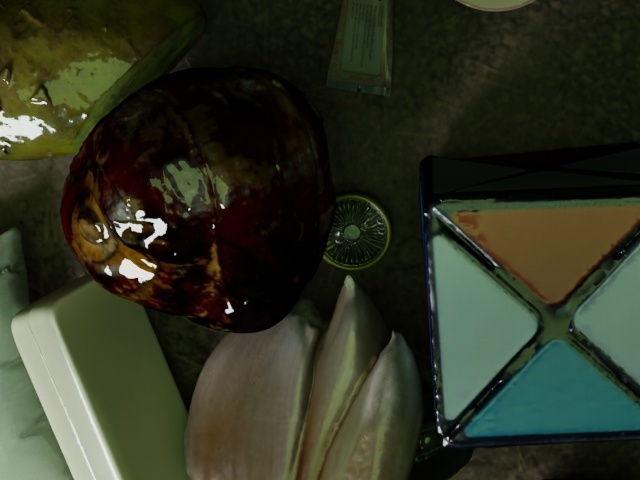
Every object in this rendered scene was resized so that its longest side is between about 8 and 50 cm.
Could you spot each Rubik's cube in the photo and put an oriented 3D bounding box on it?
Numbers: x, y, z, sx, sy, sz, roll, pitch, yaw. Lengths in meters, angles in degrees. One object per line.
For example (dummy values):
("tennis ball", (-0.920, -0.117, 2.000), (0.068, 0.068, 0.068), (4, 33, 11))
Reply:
("Rubik's cube", (0.224, 0.046, 1.766), (0.250, 0.248, 0.246), (-4, 103, 5))

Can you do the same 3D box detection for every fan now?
("fan", (0.000, 0.000, 1.883), (0.155, 0.039, 0.082), (-20, 100, 11))

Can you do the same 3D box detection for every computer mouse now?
("computer mouse", (0.068, 0.218, 1.912), (0.192, 0.062, 0.105), (-16, 98, 11))

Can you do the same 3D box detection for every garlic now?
("garlic", (-0.016, 0.197, 1.837), (0.279, 0.132, 0.325), (7, 83, 34))

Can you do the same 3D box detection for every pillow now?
("pillow", (-0.417, 0.165, 1.918), (0.312, 0.119, 0.310), (-12, 98, 8))

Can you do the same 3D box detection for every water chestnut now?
("water chestnut", (-0.109, -0.052, 1.772), (0.289, 0.244, 0.289), (3, 141, 2))

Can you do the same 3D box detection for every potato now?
("potato", (-0.254, -0.177, 1.813), (0.298, 0.141, 0.176), (-21, 89, 11))

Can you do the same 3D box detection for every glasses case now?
("glasses case", (-0.205, 0.192, 1.892), (0.070, 0.131, 0.312), (-14, 103, 38))

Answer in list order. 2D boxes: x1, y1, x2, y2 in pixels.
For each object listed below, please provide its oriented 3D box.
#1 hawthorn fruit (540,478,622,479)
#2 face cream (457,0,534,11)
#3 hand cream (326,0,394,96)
("hawthorn fruit", (0.262, 0.339, 1.858), (0.261, 0.224, 0.224), (25, 105, 23))
("face cream", (0.171, -0.300, 1.766), (0.149, 0.104, 0.149), (1, 103, 5))
("hand cream", (0.051, -0.250, 1.825), (0.067, 0.043, 0.209), (9, 108, 6))
